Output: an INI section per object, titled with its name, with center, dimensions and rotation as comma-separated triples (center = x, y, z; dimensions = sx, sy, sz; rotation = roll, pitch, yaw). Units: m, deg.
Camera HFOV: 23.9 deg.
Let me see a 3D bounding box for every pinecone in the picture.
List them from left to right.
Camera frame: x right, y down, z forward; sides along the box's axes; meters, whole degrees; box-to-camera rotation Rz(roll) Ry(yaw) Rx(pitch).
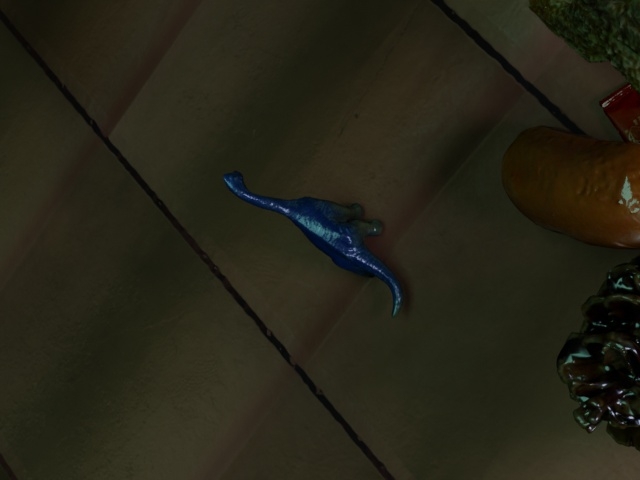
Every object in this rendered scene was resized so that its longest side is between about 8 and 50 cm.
[pinecone]
center = 0.384, 0.122, 1.627
dimensions = 0.243, 0.257, 0.244
rotation = 5, 101, 28

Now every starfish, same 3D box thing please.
[starfish]
center = 0.376, -0.227, 1.632
dimensions = 0.384, 0.132, 0.398
rotation = 56, 152, 18

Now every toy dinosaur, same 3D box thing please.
[toy dinosaur]
center = 0.000, 0.000, 1.942
dimensions = 0.075, 0.188, 0.248
rotation = -49, 63, 30

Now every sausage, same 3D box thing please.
[sausage]
center = 0.311, -0.061, 1.753
dimensions = 0.258, 0.133, 0.133
rotation = 21, 98, 50

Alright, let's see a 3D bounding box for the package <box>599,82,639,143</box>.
[package]
center = 0.405, -0.105, 1.769
dimensions = 0.083, 0.022, 0.200
rotation = -37, 65, 27
